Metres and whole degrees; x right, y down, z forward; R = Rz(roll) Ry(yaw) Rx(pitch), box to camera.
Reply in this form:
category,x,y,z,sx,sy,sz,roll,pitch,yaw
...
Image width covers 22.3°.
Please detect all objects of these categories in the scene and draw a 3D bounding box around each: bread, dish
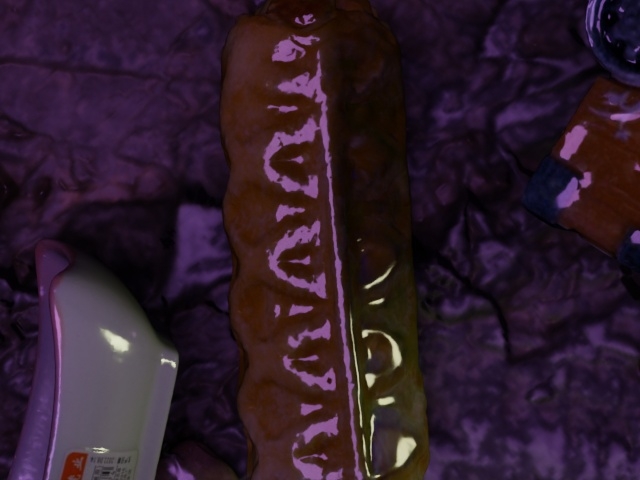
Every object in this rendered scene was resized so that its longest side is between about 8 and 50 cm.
category,x,y,z,sx,sy,sz,roll,pitch,yaw
bread,0.001,0.000,0.850,0.098,0.087,0.269,-3,93,12
dish,-0.129,0.114,0.856,0.077,0.151,0.212,11,96,-15

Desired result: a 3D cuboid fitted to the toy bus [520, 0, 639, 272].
category,x,y,z,sx,sy,sz,roll,pitch,yaw
toy bus,0.253,-0.109,0.749,0.194,0.162,0.323,33,100,22

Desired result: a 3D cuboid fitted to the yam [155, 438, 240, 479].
category,x,y,z,sx,sy,sz,roll,pitch,yaw
yam,-0.003,0.213,0.887,0.046,0.046,0.264,-39,88,9
